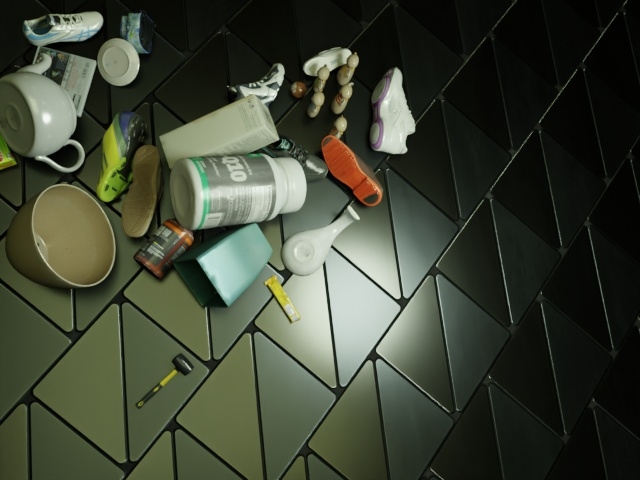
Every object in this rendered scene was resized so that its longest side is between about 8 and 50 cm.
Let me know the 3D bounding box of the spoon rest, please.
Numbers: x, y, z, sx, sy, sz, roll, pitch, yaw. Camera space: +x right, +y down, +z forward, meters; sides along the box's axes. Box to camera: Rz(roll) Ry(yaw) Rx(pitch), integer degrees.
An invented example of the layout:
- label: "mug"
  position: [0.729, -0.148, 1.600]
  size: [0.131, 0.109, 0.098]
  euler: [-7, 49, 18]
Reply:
- label: "spoon rest"
  position: [0.000, 0.000, 1.823]
  size: [0.276, 0.084, 0.137]
  euler: [-38, 87, -4]

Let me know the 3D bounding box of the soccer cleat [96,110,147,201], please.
- label: "soccer cleat"
  position: [-0.617, -0.254, 1.731]
  size: [0.121, 0.093, 0.289]
  euler: [12, 78, 21]

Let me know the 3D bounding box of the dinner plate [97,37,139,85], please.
- label: "dinner plate"
  position: [-0.628, -0.551, 1.775]
  size: [0.141, 0.017, 0.141]
  euler: [3, 103, 12]

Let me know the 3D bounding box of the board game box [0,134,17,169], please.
- label: "board game box"
  position: [-0.965, -0.292, 1.664]
  size: [0.092, 0.043, 0.181]
  euler: [-24, 85, -17]

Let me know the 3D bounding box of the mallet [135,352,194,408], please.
- label: "mallet"
  position: [-0.443, 0.414, 1.645]
  size: [0.062, 0.039, 0.189]
  euler: [41, 77, -5]

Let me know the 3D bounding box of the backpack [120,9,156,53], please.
- label: "backpack"
  position: [-0.575, -0.648, 1.805]
  size: [0.084, 0.105, 0.114]
  euler: [-1, 80, 9]

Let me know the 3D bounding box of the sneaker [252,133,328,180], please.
- label: "sneaker"
  position: [-0.097, -0.268, 1.834]
  size: [0.267, 0.106, 0.101]
  euler: [20, 72, -10]

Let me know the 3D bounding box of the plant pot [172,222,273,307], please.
- label: "plant pot"
  position: [-0.268, 0.059, 1.679]
  size: [0.234, 0.166, 0.165]
  euler: [-41, 110, -33]

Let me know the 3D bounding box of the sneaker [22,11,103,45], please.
- label: "sneaker"
  position: [-0.786, -0.660, 1.764]
  size: [0.237, 0.086, 0.085]
  euler: [-21, 82, -18]

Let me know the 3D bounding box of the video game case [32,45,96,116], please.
- label: "video game case"
  position: [-0.798, -0.486, 1.758]
  size: [0.173, 0.022, 0.190]
  euler: [13, 77, -11]

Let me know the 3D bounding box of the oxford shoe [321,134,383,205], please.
- label: "oxford shoe"
  position: [0.105, -0.235, 1.884]
  size: [0.271, 0.097, 0.098]
  euler: [52, 30, -7]

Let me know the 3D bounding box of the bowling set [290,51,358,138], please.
- label: "bowling set"
  position: [0.007, -0.479, 1.877]
  size: [0.200, 0.154, 0.287]
  euler: [9, 76, -12]

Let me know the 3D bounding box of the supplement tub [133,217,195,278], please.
- label: "supplement tub"
  position: [-0.447, 0.010, 1.690]
  size: [0.106, 0.106, 0.198]
  euler: [40, 73, -3]

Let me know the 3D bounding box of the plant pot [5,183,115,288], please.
- label: "plant pot"
  position: [-0.733, 0.010, 1.561]
  size: [0.191, 0.284, 0.284]
  euler: [-16, 81, 19]

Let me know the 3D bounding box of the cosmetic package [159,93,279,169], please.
- label: "cosmetic package"
  position: [-0.296, -0.304, 1.707]
  size: [0.309, 0.160, 0.113]
  euler: [-21, 82, 8]

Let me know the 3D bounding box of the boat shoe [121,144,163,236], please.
- label: "boat shoe"
  position: [-0.517, -0.139, 1.711]
  size: [0.103, 0.092, 0.285]
  euler: [-1, 74, 10]

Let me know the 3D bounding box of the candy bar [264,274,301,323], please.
- label: "candy bar"
  position: [-0.115, 0.184, 1.777]
  size: [0.040, 0.018, 0.161]
  euler: [-33, 88, -14]

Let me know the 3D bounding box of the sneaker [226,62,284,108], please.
- label: "sneaker"
  position: [-0.220, -0.493, 1.857]
  size: [0.153, 0.094, 0.235]
  euler: [24, 84, -16]

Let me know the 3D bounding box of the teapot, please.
- label: "teapot"
  position: [-0.790, -0.360, 1.647]
  size: [0.252, 0.256, 0.187]
  euler: [39, 36, 18]

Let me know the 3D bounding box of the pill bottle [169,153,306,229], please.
- label: "pill bottle"
  position: [-0.237, -0.150, 1.687]
  size: [0.361, 0.204, 0.204]
  euler: [-9, 80, -34]

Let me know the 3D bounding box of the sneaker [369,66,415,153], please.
- label: "sneaker"
  position: [0.251, -0.436, 1.965]
  size: [0.152, 0.114, 0.305]
  euler: [12, 80, -25]

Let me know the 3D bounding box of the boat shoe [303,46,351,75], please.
- label: "boat shoe"
  position: [0.015, -0.616, 1.959]
  size: [0.184, 0.066, 0.063]
  euler: [-31, 42, -15]
